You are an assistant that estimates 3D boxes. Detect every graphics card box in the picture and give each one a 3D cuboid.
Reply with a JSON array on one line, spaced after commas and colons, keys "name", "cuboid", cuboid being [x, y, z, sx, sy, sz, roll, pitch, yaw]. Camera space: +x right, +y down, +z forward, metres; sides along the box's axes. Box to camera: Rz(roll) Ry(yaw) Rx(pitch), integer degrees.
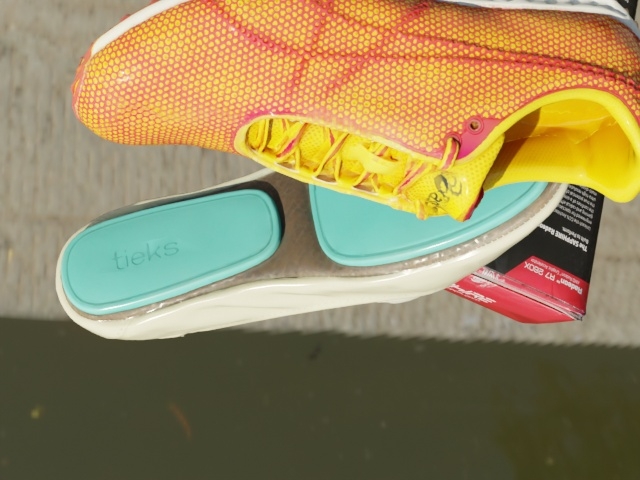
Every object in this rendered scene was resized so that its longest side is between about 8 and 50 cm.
[{"name": "graphics card box", "cuboid": [0.145, -0.137, 1.479, 0.233, 0.094, 0.371, 22, 71, -31]}]

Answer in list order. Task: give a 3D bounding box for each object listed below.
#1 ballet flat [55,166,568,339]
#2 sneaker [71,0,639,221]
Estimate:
[{"name": "ballet flat", "cuboid": [0.000, 0.000, 0.811, 0.248, 0.086, 0.086, -11, 121, 17]}, {"name": "sneaker", "cuboid": [0.017, -0.040, 0.504, 0.175, 0.067, 0.064, -1, 149, -8]}]
